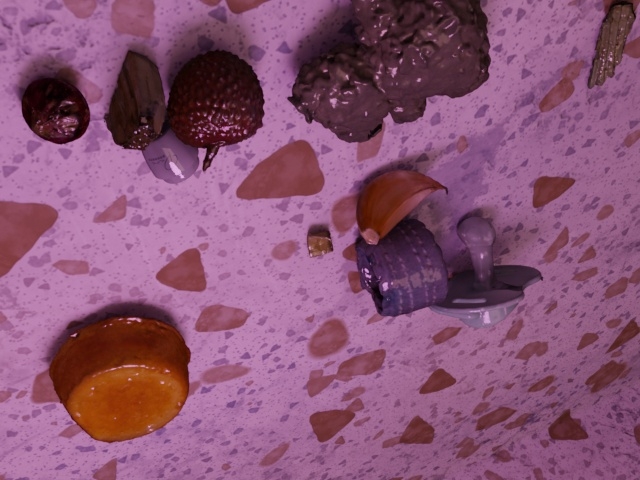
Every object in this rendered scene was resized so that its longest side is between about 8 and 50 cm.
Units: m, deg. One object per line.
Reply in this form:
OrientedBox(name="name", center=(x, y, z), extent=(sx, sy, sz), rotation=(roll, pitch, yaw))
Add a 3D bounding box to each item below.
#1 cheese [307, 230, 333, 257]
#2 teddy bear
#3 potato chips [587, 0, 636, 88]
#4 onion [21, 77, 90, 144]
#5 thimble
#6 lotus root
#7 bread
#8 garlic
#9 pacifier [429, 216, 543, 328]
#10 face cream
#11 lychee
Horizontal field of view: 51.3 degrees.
OrientedBox(name="cheese", center=(0.000, -0.002, 1.504), extent=(0.060, 0.041, 0.084), rotation=(-13, 152, -8))
OrientedBox(name="teddy bear", center=(0.114, -0.329, 1.165), extent=(0.367, 0.224, 0.357), rotation=(-20, 141, 11))
OrientedBox(name="potato chips", center=(0.640, -0.427, 1.459), extent=(0.092, 0.028, 0.207), rotation=(-18, 136, -10))
OrientedBox(name="onion", center=(-0.410, -0.202, 1.041), extent=(0.107, 0.097, 0.107), rotation=(8, 122, 13))
OrientedBox(name="thimble", center=(0.186, 0.070, 1.570), extent=(0.172, 0.205, 0.236), rotation=(-19, 162, -6))
OrientedBox(name="lotus root", center=(-0.287, -0.205, 1.074), extent=(0.070, 0.144, 0.143), rotation=(7, 134, -36))
OrientedBox(name="bread", center=(-0.425, 0.302, 1.461), extent=(0.312, 0.172, 0.312), rotation=(-14, 135, -15))
OrientedBox(name="garlic", center=(0.157, -0.093, 1.457), extent=(0.207, 0.128, 0.115), rotation=(-36, 95, 2))
OrientedBox(name="pacifier", center=(0.396, 0.072, 1.696), extent=(0.343, 0.288, 0.269), rotation=(-24, 105, -56))
OrientedBox(name="face cream", center=(-0.264, -0.155, 1.167), extent=(0.091, 0.091, 0.095), rotation=(-30, 130, 0))
OrientedBox(name="lychee", center=(-0.172, -0.214, 1.101), extent=(0.165, 0.165, 0.197), rotation=(-3, 90, -27))
